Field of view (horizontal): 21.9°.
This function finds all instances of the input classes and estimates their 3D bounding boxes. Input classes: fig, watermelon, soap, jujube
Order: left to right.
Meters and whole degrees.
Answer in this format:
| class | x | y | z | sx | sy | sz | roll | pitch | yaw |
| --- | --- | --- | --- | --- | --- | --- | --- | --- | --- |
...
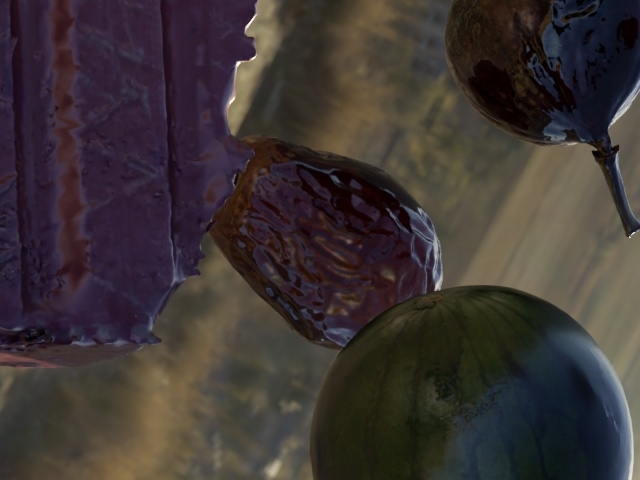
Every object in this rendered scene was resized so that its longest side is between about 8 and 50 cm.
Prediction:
| class | x | y | z | sx | sy | sz | roll | pitch | yaw |
| --- | --- | --- | --- | --- | --- | --- | --- | --- | --- |
| soap | -0.150 | -0.096 | 0.886 | 0.220 | 0.127 | 0.325 | 5 | 80 | -39 |
| jujube | 0.000 | 0.000 | 1.555 | 0.255 | 0.190 | 0.190 | 29 | 89 | -33 |
| watermelon | 0.112 | 0.155 | 1.224 | 0.242 | 0.242 | 0.242 | -52 | 160 | -28 |
| fig | 0.219 | -0.153 | 1.483 | 0.186 | 0.250 | 0.204 | 10 | 138 | -30 |
